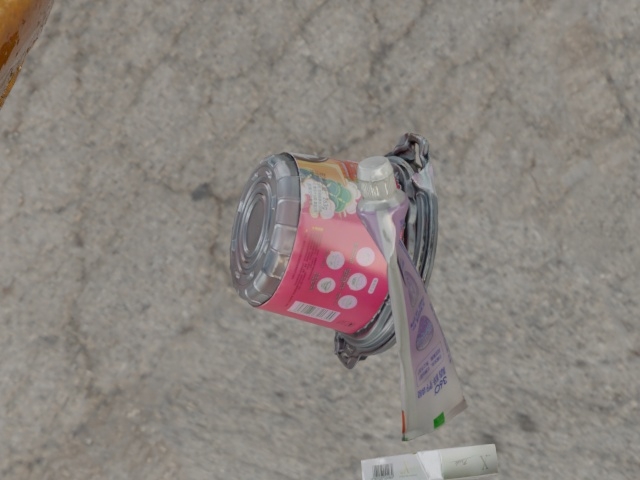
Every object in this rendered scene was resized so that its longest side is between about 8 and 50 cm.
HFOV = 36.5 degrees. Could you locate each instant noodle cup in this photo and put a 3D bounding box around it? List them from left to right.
[{"bbox_3d":[0.000,0.000,1.164,0.258,0.181,0.303,-159,81,-67],"label":"instant noodle cup"}]

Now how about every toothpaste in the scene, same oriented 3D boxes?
[{"bbox_3d":[0.081,0.060,0.896,0.048,0.301,0.075,6,36,35],"label":"toothpaste"}]

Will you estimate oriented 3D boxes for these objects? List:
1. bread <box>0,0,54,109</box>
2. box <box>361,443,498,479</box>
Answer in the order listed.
[{"bbox_3d":[-0.272,-0.124,0.624,0.204,0.156,0.288,-33,30,44],"label":"bread"},{"bbox_3d":[0.124,0.265,1.134,0.154,0.083,0.040,-27,62,54],"label":"box"}]
